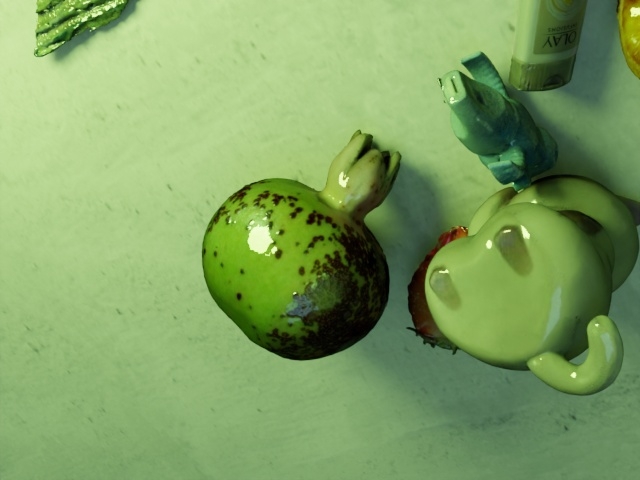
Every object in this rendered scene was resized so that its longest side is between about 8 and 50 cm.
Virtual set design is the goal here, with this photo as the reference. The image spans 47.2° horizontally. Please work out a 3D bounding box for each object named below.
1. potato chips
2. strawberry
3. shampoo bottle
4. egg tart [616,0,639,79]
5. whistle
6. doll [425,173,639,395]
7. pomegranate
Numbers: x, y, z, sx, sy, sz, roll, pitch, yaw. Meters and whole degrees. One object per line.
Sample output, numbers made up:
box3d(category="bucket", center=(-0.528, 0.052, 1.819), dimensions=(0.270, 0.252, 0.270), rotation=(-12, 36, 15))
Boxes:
box3d(category="potato chips", center=(-0.341, -0.331, 1.019), dimensions=(0.208, 0.028, 0.092), rotation=(-20, 118, 23))
box3d(category="strawberry", center=(0.211, 0.071, 1.153), dimensions=(0.175, 0.098, 0.228), rotation=(-3, 114, 34))
box3d(category="shampoo bottle", center=(0.280, -0.294, 0.879), dimensions=(0.086, 0.056, 0.227), rotation=(-13, 128, -17))
box3d(category="egg tart", center=(0.429, -0.269, 0.792), dimensions=(0.171, 0.215, 0.215), rotation=(5, 128, -9))
box3d(category="whistle", center=(0.231, -0.142, 0.945), dimensions=(0.093, 0.180, 0.269), rotation=(-22, 153, 28))
box3d(category="doll", center=(0.285, 0.030, 0.949), dimensions=(0.226, 0.370, 0.215), rotation=(41, 126, 4))
box3d(category="pomegranate", center=(0.000, 0.000, 1.067), dimensions=(0.285, 0.285, 0.340), rotation=(36, 99, -14))
